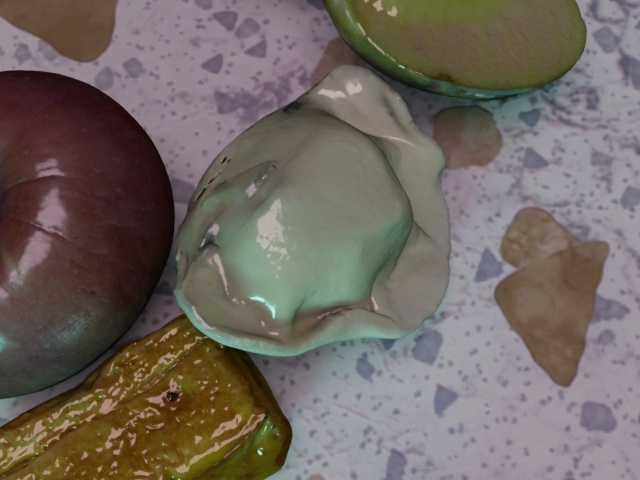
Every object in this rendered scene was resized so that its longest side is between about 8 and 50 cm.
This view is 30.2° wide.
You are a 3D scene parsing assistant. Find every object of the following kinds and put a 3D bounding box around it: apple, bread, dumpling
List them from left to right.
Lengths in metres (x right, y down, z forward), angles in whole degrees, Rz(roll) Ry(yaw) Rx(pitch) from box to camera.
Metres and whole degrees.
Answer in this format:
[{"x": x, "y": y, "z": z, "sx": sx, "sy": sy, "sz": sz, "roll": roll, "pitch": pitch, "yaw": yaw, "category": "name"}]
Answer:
[{"x": -0.277, "y": -0.005, "z": 1.065, "sx": 0.305, "sy": 0.235, "sz": 0.306, "roll": -2, "pitch": 73, "yaw": 7, "category": "apple"}, {"x": -0.175, "y": 0.201, "z": 1.048, "sx": 0.294, "sy": 0.132, "sz": 0.167, "roll": -34, "pitch": 73, "yaw": -5, "category": "bread"}, {"x": 0.000, "y": 0.000, "z": 1.091, "sx": 0.243, "sy": 0.187, "sz": 0.318, "roll": 37, "pitch": 60, "yaw": -13, "category": "dumpling"}, {"x": 0.120, "y": -0.202, "z": 1.137, "sx": 0.265, "sy": 0.120, "sz": 0.193, "roll": -2, "pitch": 62, "yaw": -21, "category": "apple"}]
